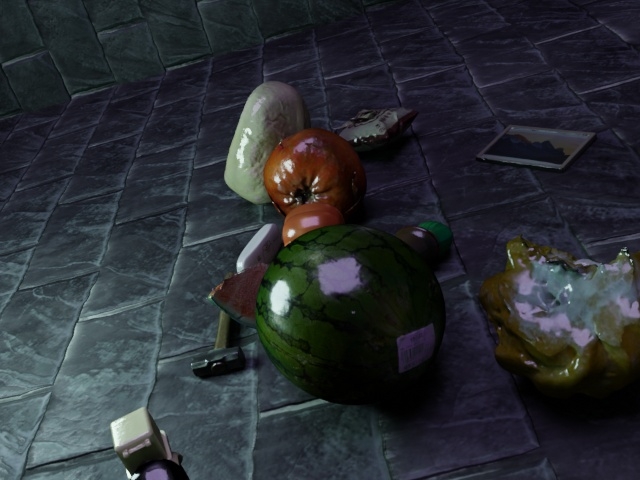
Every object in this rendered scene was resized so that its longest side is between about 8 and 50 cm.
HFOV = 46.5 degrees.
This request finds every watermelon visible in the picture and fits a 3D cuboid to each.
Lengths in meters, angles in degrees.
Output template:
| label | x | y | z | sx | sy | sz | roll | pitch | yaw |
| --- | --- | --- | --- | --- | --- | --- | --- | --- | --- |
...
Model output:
| label | x | y | z | sx | sy | sz | roll | pitch | yaw |
| --- | --- | --- | --- | --- | --- | --- | --- | --- | --- |
| watermelon | -0.139 | 0.150 | 1.677 | 0.231 | 0.128 | 0.146 | -25 | 68 | -37 |
| watermelon | 0.053 | 0.133 | 1.387 | 0.363 | 0.363 | 0.363 | -13 | 31 | 8 |

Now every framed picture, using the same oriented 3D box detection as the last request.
| label | x | y | z | sx | sy | sz | roll | pitch | yaw |
| --- | --- | --- | --- | --- | --- | --- | --- | --- | --- |
| framed picture | 0.581 | -0.252 | 2.018 | 0.265 | 0.018 | 0.192 | 15 | 45 | 42 |

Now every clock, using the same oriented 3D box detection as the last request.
| label | x | y | z | sx | sy | sz | roll | pitch | yaw |
| --- | --- | --- | --- | --- | --- | --- | --- | --- | --- |
| clock | -0.217 | 0.442 | 1.099 | 0.120 | 0.277 | 0.379 | -27 | 28 | -11 |

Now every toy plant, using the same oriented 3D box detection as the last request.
| label | x | y | z | sx | sy | sz | roll | pitch | yaw |
| --- | --- | --- | --- | --- | --- | --- | --- | --- | --- |
| toy plant | 0.225 | 0.011 | 1.716 | 0.142 | 0.105 | 0.200 | -10 | 11 | 40 |

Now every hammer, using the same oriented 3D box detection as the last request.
| label | x | y | z | sx | sy | sz | roll | pitch | yaw |
| --- | --- | --- | --- | --- | --- | --- | --- | --- | --- |
| hammer | -0.223 | 0.182 | 1.737 | 0.111 | 0.044 | 0.365 | -15 | 29 | 7 |

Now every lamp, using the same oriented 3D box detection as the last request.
| label | x | y | z | sx | sy | sz | roll | pitch | yaw |
| --- | --- | --- | --- | --- | --- | --- | --- | --- | --- |
| lamp | 0.000 | 0.000 | 1.762 | 0.163 | 0.188 | 0.188 | -9 | 32 | 11 |

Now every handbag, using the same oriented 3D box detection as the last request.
| label | x | y | z | sx | sy | sz | roll | pitch | yaw |
| --- | --- | --- | --- | --- | --- | --- | --- | --- | --- |
| handbag | 0.159 | -0.332 | 2.266 | 0.235 | 0.127 | 0.213 | -8 | 29 | 40 |

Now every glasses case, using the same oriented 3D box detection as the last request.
| label | x | y | z | sx | sy | sz | roll | pitch | yaw |
| --- | --- | --- | --- | --- | --- | --- | --- | --- | --- |
| glasses case | -0.154 | 0.031 | 1.898 | 0.049 | 0.074 | 0.193 | 2 | 36 | 30 |

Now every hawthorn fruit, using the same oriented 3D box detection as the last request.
| label | x | y | z | sx | sy | sz | roll | pitch | yaw |
| --- | --- | --- | --- | --- | --- | --- | --- | --- | --- |
| hawthorn fruit | -0.004 | -0.175 | 1.992 | 0.275 | 0.276 | 0.307 | -9 | 18 | 15 |

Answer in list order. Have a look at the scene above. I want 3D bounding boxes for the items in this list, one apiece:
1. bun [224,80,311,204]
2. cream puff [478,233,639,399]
| label | x | y | z | sx | sy | sz | roll | pitch | yaw |
| --- | --- | --- | --- | --- | --- | --- | --- | --- | --- |
| bun | -0.137 | -0.270 | 2.156 | 0.213 | 0.361 | 0.361 | 20 | 38 | 1 |
| cream puff | 0.447 | 0.146 | 1.287 | 0.323 | 0.269 | 0.274 | 14 | 78 | 43 |
